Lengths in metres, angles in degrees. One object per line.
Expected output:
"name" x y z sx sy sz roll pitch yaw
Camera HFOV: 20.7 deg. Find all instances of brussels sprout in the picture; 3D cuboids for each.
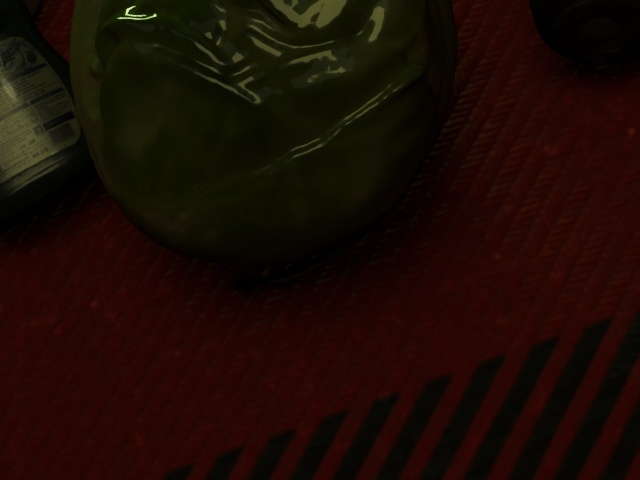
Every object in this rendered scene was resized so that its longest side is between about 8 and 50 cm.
"brussels sprout" -0.042 -0.138 1.319 0.328 0.247 0.328 -3 64 6

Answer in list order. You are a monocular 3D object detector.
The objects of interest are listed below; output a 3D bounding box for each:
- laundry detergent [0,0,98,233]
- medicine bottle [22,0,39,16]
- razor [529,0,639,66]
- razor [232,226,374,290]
"laundry detergent" -0.276 -0.125 1.419 0.144 0.078 0.221 -32 88 -4
"medicine bottle" -0.316 -0.208 1.507 0.121 0.083 0.229 35 80 18
"razor" 0.264 -0.304 1.383 0.204 0.113 0.349 -2 64 13
"razor" 0.002 0.004 1.363 0.155 0.044 0.028 -31 92 -3
